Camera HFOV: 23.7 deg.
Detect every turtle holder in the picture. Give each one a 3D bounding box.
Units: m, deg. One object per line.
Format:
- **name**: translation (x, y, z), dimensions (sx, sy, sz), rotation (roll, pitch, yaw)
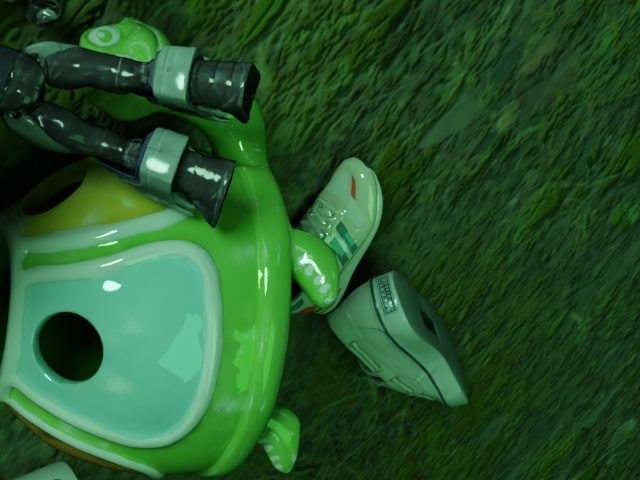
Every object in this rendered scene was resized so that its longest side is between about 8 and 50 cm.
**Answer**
- **turtle holder**: translation (-0.128, 0.027, 1.138), dimensions (0.227, 0.243, 0.320), rotation (3, 129, -25)

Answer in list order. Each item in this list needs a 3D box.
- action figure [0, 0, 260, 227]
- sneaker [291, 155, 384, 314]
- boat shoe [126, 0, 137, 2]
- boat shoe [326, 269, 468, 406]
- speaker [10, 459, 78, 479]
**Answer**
- **action figure**: translation (-0.190, -0.097, 1.010), dimensions (0.099, 0.285, 0.185), rotation (133, -26, -83)
- **sneaker**: translation (0.000, 0.000, 1.370), dimensions (0.075, 0.057, 0.161), rotation (-6, 127, -47)
- **boat shoe**: translation (-0.157, -0.226, 1.002), dimensions (0.048, 0.153, 0.056), rotation (-41, -177, -18)
- **boat shoe**: translation (0.078, 0.105, 1.516), dimensions (0.084, 0.095, 0.258), rotation (-21, 146, 13)
- **speaker**: translation (-0.274, 0.238, 1.311), dimensions (0.136, 0.055, 0.055), rotation (-19, 132, -30)
